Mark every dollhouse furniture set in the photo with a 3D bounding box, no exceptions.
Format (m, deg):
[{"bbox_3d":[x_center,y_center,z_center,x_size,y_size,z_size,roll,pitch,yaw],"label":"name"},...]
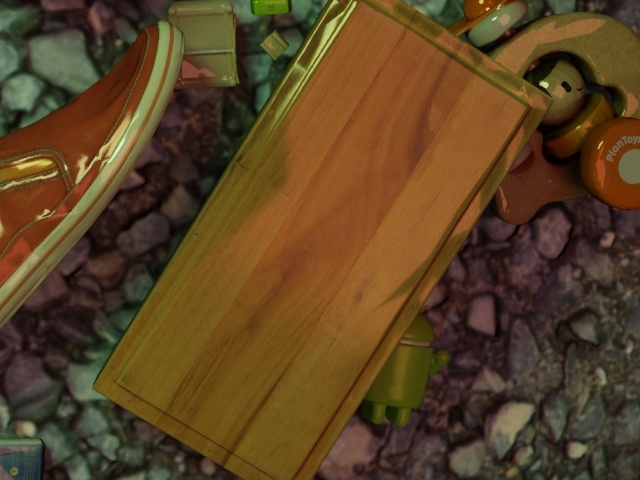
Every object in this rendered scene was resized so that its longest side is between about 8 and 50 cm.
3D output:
[{"bbox_3d":[-0.062,-0.179,1.228,0.151,0.058,0.076,-4,106,-2],"label":"dollhouse furniture set"}]

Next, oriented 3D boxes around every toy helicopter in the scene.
[{"bbox_3d":[0.135,-0.122,1.258,0.355,0.140,0.235,-15,105,-11],"label":"toy helicopter"}]

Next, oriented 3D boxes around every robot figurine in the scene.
[{"bbox_3d":[0.069,0.113,1.289,0.101,0.067,0.115,9,93,-14],"label":"robot figurine"}]

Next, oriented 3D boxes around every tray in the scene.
[{"bbox_3d":[0.000,0.000,1.183,0.203,0.076,0.411,32,93,-7],"label":"tray"}]

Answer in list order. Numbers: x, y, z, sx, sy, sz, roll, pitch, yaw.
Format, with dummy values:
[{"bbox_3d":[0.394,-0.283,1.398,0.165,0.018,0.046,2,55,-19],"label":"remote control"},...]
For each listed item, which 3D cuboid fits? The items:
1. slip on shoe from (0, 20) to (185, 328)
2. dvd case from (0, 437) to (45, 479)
[{"bbox_3d":[-0.227,-0.054,1.131,0.101,0.123,0.331,41,86,-17],"label":"slip on shoe"},{"bbox_3d":[-0.363,0.255,1.160,0.253,0.022,0.180,3,96,-22],"label":"dvd case"}]
